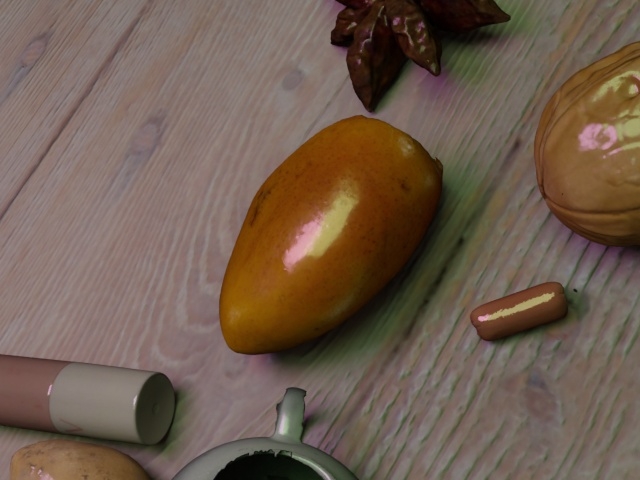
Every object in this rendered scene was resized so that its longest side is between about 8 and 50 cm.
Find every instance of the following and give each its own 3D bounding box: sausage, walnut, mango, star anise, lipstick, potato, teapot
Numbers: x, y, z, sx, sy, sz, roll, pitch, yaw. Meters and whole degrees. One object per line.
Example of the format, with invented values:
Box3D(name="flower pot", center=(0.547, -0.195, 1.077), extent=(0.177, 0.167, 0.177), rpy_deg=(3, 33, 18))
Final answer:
Box3D(name="sausage", center=(0.170, 0.060, 0.865), extent=(0.083, 0.034, 0.034), rpy_deg=(-20, 61, 13))
Box3D(name="walnut", center=(0.270, -0.082, 0.819), extent=(0.197, 0.165, 0.165), rpy_deg=(-18, 61, 11))
Box3D(name="mango", center=(0.000, 0.000, 0.911), extent=(0.252, 0.126, 0.154), rpy_deg=(-48, 47, -2))
Box3D(name="star anise", center=(0.081, -0.231, 1.001), extent=(0.213, 0.111, 0.196), rpy_deg=(-1, 74, 15))
Box3D(name="lipstick", center=(-0.267, 0.150, 0.984), extent=(0.255, 0.070, 0.070), rpy_deg=(2, 68, 24))
Box3D(name="potato", center=(-0.213, 0.238, 0.905), extent=(0.147, 0.112, 0.112), rpy_deg=(22, 77, 22))
Box3D(name="teapot", center=(-0.040, 0.237, 0.785), extent=(0.193, 0.129, 0.294), rpy_deg=(10, 42, 0))
